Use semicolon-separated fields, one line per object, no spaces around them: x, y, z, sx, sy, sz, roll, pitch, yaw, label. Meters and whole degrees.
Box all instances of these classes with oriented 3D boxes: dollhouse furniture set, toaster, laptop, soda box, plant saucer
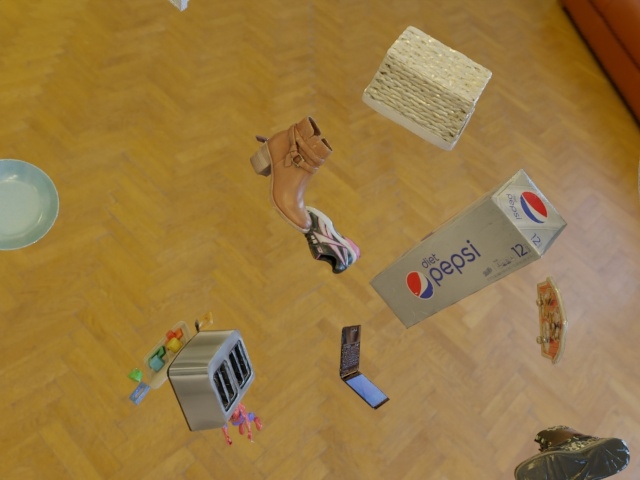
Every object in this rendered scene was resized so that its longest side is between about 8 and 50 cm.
-0.160;-0.251;1.844;0.091;0.114;0.081;18;77;10;dollhouse furniture set
-0.235;0.288;1.305;0.110;0.185;0.168;-8;21;21;toaster
0.162;0.435;2.124;0.137;0.234;0.264;2;85;18;laptop
0.194;0.022;0.851;0.098;0.286;0.091;51;52;3;soda box
-0.645;-0.071;1.254;0.195;0.037;0.194;4;75;-17;plant saucer

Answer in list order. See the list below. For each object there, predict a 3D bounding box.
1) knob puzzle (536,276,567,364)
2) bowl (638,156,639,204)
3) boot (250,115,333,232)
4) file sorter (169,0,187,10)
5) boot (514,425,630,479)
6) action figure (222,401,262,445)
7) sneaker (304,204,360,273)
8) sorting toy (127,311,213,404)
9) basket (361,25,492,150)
0.500;0.175;1.331;0.030;0.213;0.213;-1;46;6;knob puzzle
0.571;-0.053;0.787;0.163;0.311;0.311;-11;49;3;bowl
-0.034;-0.127;1.169;0.197;0.152;0.073;58;20;2;boot
-0.289;-0.667;1.238;0.193;0.277;0.173;42;64;8;file sorter
0.477;0.446;1.238;0.236;0.178;0.085;-12;85;-11;boot
-0.239;0.572;1.832;0.092;0.280;0.139;-17;59;1;action figure
0.000;0.000;1.293;0.178;0.072;0.077;39;63;3;sneaker
-0.467;0.333;1.832;0.047;0.347;0.196;47;-6;-26;sorting toy
0.169;-0.240;0.946;0.167;0.103;0.113;32;52;4;basket
